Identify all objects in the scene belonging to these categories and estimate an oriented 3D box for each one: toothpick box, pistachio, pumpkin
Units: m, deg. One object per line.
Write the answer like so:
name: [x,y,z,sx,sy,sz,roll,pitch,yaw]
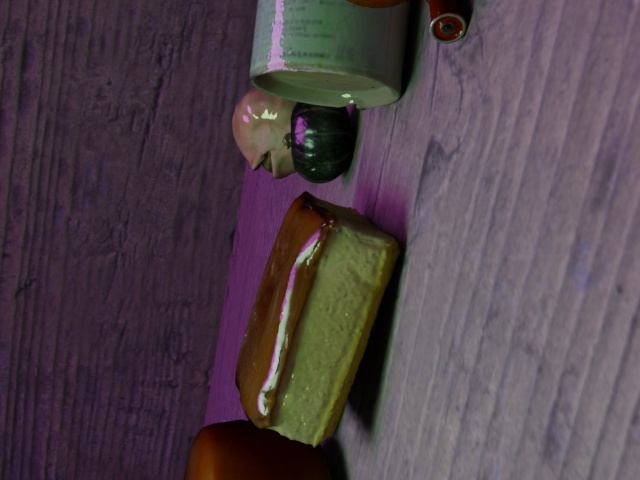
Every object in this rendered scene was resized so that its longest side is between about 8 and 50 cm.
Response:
toothpick box: [0.156,-0.290,1.270,0.047,0.047,0.083,108,166,-46]
pistachio: [-0.093,-0.243,2.209,0.318,0.193,0.213,118,173,-86]
pumpkin: [-0.003,-0.188,1.853,0.167,0.125,0.167,-178,90,-71]

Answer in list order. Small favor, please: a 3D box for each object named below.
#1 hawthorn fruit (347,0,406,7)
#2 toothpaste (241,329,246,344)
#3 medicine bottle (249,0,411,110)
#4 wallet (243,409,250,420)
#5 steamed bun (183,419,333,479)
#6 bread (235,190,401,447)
hawthorn fruit: [0.089,-0.430,1.212,0.284,0.284,0.284,-172,90,-80]
toothpaste: [-0.120,0.127,2.343,0.067,0.037,0.255,1,65,60]
medicine bottle: [0.028,-0.423,1.541,0.236,0.236,0.406,161,116,-79]
wallet: [-0.126,0.332,2.317,0.262,0.071,0.221,-136,54,-69]
steamed bun: [-0.103,0.414,1.628,0.379,0.235,0.248,148,124,-78]
bread: [-0.017,0.104,1.529,0.323,0.143,0.333,-145,74,-79]
